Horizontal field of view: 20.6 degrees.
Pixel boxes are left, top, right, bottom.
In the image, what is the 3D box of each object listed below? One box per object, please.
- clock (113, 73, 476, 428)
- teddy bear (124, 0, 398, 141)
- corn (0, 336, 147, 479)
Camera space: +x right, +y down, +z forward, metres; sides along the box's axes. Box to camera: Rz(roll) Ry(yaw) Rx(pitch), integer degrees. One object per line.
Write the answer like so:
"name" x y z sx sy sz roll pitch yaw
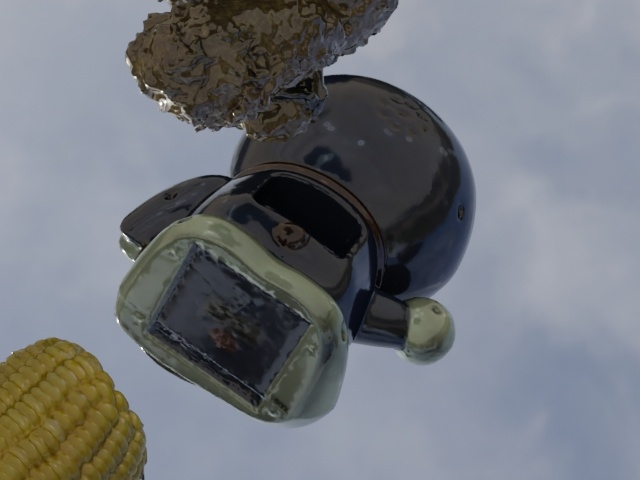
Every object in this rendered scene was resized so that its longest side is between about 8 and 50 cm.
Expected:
"clock" 0.000 0.000 1.042 0.200 0.146 0.243 32 -142 7
"teddy bear" -0.025 -0.129 0.823 0.129 0.182 0.251 -2 -164 -2
"corn" -0.144 0.115 0.734 0.063 0.085 0.165 9 -140 42
